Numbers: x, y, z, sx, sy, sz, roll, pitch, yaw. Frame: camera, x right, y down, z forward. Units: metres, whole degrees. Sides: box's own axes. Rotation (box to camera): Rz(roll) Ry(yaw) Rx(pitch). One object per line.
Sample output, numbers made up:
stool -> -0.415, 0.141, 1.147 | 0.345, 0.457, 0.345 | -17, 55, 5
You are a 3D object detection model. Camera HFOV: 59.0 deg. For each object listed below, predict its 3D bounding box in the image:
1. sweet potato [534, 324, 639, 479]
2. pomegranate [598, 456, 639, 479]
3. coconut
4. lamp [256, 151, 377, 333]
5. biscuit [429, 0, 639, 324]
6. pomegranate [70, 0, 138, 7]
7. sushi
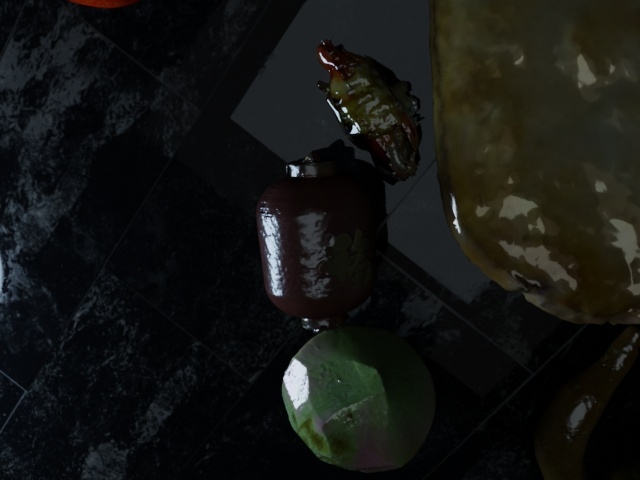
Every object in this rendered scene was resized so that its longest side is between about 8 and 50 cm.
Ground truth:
sweet potato -> 0.388, 0.281, 0.859 | 0.108, 0.079, 0.346 | 7, 107, -19
pomegranate -> 0.491, 0.396, 0.842 | 0.169, 0.148, 0.148 | 15, 111, -28
coconut -> 0.057, 0.234, 0.834 | 0.204, 0.236, 0.236 | -24, 101, -22
lamp -> 0.000, 0.000, 0.821 | 0.180, 0.180, 0.258 | -1, 102, 12
biscuit -> 0.360, -0.120, 0.699 | 0.429, 0.104, 0.446 | -3, 85, 9
pomegranate -> -0.288, -0.437, 0.743 | 0.221, 0.221, 0.257 | 25, 80, 5
sushi -> 0.077, -0.190, 0.790 | 0.097, 0.103, 0.226 | -29, 101, 45
